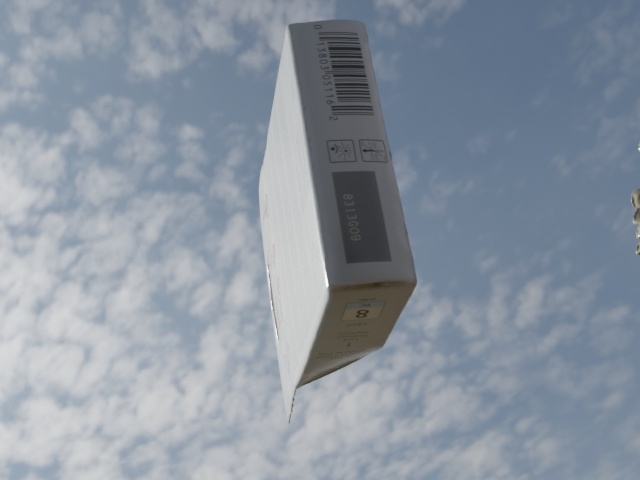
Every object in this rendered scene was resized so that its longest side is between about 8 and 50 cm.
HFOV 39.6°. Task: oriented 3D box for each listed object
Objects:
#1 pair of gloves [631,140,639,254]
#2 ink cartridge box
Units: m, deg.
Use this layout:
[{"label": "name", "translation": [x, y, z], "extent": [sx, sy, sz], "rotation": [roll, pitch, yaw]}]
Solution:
[{"label": "pair of gloves", "translation": [0.475, -0.110, 1.141], "extent": [0.042, 0.240, 0.204], "rotation": [23, -24, -8]}, {"label": "ink cartridge box", "translation": [0.000, 0.000, 0.991], "extent": [0.091, 0.308, 0.385], "rotation": [-4, -29, -10]}]
